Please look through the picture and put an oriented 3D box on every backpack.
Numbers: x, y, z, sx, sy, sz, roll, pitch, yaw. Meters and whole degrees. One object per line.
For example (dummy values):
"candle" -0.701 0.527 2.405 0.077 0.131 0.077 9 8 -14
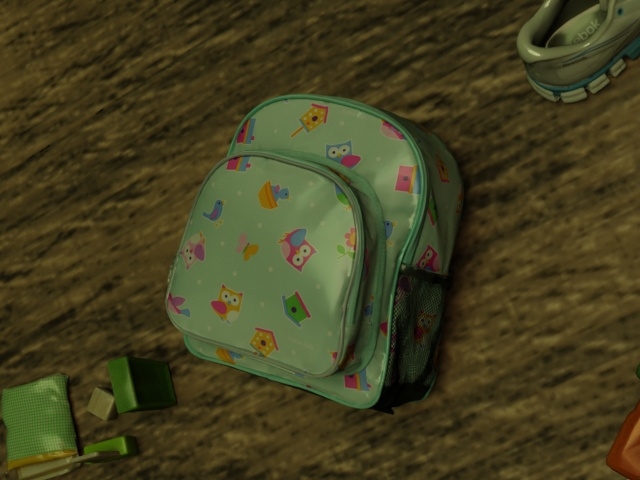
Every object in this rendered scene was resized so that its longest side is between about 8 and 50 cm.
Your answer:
"backpack" 0.000 0.000 0.822 0.166 0.144 0.188 15 87 31

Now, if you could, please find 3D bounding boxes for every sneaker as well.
"sneaker" 0.195 -0.163 0.786 0.190 0.083 0.071 -46 67 11

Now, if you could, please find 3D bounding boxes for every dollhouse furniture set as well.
"dollhouse furniture set" -0.182 0.127 0.933 0.152 0.058 0.076 -19 76 21

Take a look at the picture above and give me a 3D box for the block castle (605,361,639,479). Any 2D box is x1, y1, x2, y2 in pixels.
"block castle" 0.319 0.083 0.627 0.303 0.213 0.453 26 95 25
